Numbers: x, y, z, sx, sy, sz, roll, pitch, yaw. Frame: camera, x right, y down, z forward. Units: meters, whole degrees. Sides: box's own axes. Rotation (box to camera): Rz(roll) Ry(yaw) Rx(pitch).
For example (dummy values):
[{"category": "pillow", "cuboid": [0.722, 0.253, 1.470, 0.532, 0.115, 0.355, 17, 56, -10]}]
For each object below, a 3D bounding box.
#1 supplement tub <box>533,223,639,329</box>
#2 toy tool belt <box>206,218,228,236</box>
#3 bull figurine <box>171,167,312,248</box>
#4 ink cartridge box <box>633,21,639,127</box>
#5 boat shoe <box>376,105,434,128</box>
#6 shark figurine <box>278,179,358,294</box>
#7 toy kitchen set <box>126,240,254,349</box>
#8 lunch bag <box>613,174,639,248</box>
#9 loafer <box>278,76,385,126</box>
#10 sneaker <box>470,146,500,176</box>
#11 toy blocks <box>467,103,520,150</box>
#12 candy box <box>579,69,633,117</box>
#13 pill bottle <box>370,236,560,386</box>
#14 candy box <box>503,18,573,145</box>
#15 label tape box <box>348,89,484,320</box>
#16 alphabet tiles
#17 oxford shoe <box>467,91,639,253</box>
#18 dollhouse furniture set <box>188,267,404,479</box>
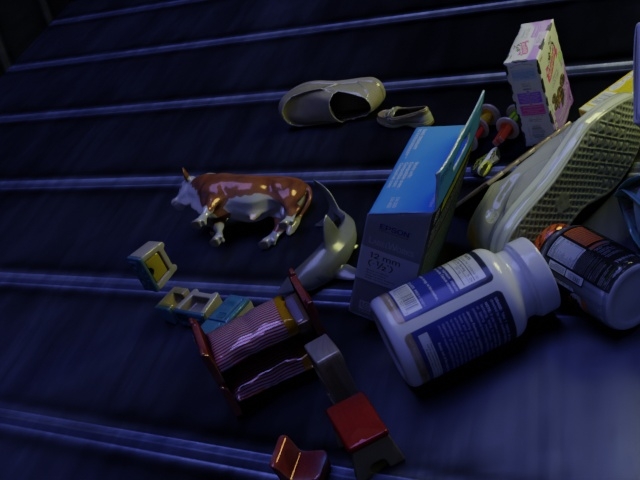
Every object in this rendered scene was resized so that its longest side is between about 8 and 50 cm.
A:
[{"category": "supplement tub", "cuboid": [0.418, 0.048, 1.480, 0.117, 0.117, 0.190, -31, 32, -12]}, {"category": "toy tool belt", "cuboid": [-0.234, -0.050, 2.106, 0.052, 0.051, 0.083, -13, 34, 16]}, {"category": "bull figurine", "cuboid": [-0.175, -0.076, 2.017, 0.311, 0.101, 0.188, -2, 46, 9]}, {"category": "ink cartridge box", "cuboid": [0.666, -0.234, 1.496, 0.279, 0.160, 0.385, -2, -4, 29]}, {"category": "boat shoe", "cuboid": [0.188, -0.286, 2.183, 0.153, 0.048, 0.056, 15, 48, 45]}, {"category": "shark figurine", "cuboid": [0.022, -0.017, 1.839, 0.166, 0.116, 0.278, -6, 38, 24]}, {"category": "toy kitchen set", "cuboid": [-0.256, 0.103, 1.786, 0.207, 0.166, 0.122, 5, 42, 38]}, {"category": "lunch bag", "cuboid": [0.592, -0.048, 1.474, 0.224, 0.160, 0.262, -18, 25, 8]}, {"category": "loafer", "cuboid": [0.020, -0.329, 2.306, 0.269, 0.101, 0.092, -11, 28, 19]}, {"category": "sneaker", "cuboid": [0.329, -0.161, 1.924, 0.035, 0.031, 0.083, 10, 45, 43]}, {"category": "toy blocks", "cuboid": [0.345, -0.220, 1.980, 0.123, 0.054, 0.148, 8, 44, 41]}, {"category": "candy box", "cuboid": [0.631, -0.297, 1.934, 0.206, 0.027, 0.105, -34, 36, -16]}, {"category": "pill bottle", "cuboid": [0.224, 0.105, 1.488, 0.265, 0.153, 0.153, -25, 32, -3]}, {"category": "candy box", "cuboid": [0.439, -0.315, 1.925, 0.070, 0.196, 0.165, -3, 38, 30]}, {"category": "label tape box", "cuboid": [0.157, -0.060, 1.587, 0.115, 0.347, 0.249, 19, 45, 13]}, {"category": "alphabet tiles", "cuboid": [0.358, -0.141, 1.791, 0.237, 0.009, 0.198, -35, -3, -18]}, {"category": "oxford shoe", "cuboid": [0.413, -0.114, 1.685, 0.449, 0.169, 0.130, -44, 35, -20]}, {"category": "dollhouse furniture set", "cuboid": [-0.050, 0.224, 1.488, 0.201, 0.152, 0.374, -27, 32, -6]}]
